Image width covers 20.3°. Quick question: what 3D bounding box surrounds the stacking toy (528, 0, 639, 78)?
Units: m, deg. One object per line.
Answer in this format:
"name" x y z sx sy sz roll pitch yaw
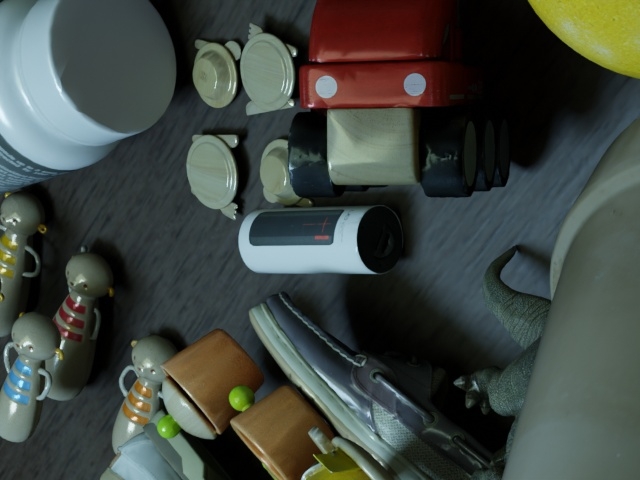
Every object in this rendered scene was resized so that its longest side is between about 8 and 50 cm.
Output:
"stacking toy" 0.209 -0.220 1.060 0.350 0.350 0.480 -9 112 45

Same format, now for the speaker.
"speaker" 0.000 0.000 1.423 0.136 0.055 0.055 0 99 45

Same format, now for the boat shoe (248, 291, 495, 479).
"boat shoe" 0.063 0.133 1.361 0.092 0.103 0.285 -44 68 -3

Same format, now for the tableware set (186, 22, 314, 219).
"tableware set" -0.063 -0.098 1.488 0.141 0.020 0.169 11 107 45

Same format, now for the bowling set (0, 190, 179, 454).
"bowling set" -0.273 0.088 1.618 0.287 0.200 0.154 35 120 30

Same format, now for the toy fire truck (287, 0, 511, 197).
"toy fire truck" 0.077 -0.155 1.217 0.158 0.217 0.246 0 94 15

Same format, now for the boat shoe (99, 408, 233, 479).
"boat shoe" -0.092 0.268 1.487 0.103 0.113 0.302 -43 40 -1

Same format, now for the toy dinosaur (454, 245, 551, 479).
"toy dinosaur" 0.159 0.131 1.216 0.121 0.313 0.160 35 136 -20

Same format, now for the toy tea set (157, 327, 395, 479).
"toy tea set" -0.029 0.203 1.371 0.200 0.124 0.336 55 168 -33

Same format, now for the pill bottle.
"pill bottle" -0.266 -0.129 1.579 0.283 0.161 0.161 -13 90 45

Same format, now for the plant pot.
"plant pot" 0.234 0.120 0.975 0.323 0.280 0.323 23 141 20
